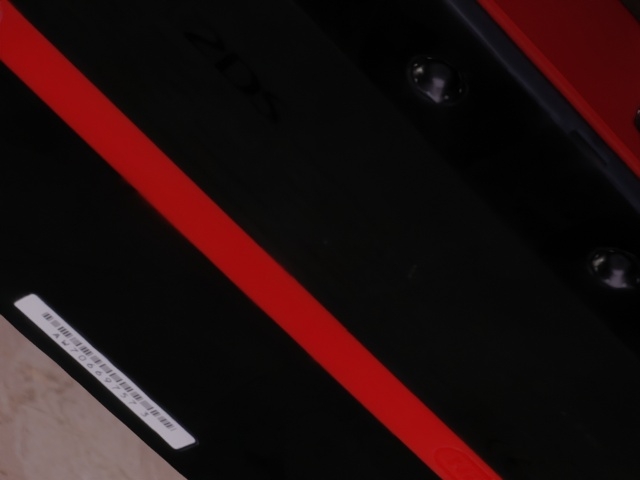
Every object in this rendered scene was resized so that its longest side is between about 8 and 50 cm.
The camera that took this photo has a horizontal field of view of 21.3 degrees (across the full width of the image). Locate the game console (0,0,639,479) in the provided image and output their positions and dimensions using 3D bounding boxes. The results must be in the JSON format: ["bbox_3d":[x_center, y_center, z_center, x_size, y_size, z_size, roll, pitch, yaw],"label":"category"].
[{"bbox_3d":[0.000,0.000,0.679,0.386,0.060,0.342,45,140,-17],"label":"game console"}]
